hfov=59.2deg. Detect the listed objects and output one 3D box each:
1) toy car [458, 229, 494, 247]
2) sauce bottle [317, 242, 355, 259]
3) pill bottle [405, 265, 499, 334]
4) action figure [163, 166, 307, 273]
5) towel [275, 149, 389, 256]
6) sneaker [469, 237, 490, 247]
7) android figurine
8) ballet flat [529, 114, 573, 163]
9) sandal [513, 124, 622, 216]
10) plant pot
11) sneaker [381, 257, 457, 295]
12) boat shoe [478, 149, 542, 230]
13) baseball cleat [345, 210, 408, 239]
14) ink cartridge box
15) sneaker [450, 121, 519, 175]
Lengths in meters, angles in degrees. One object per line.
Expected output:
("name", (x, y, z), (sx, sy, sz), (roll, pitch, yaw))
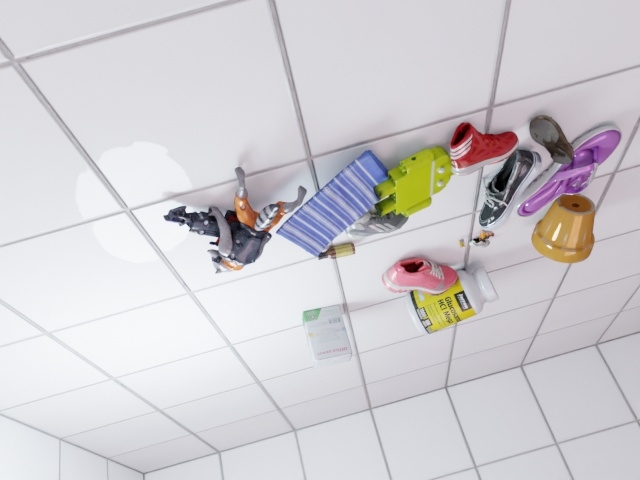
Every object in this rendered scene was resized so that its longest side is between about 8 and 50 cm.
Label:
("toy car", (0.556, -0.014, 2.019), (0.122, 0.040, 0.060), (-16, 169, -4))
("sauce bottle", (0.052, 0.040, 1.882), (0.128, 0.042, 0.042), (-11, 147, -4))
("pill bottle", (0.522, 0.233, 2.243), (0.334, 0.187, 0.188), (-26, 146, 15))
("action figure", (-0.234, -0.034, 1.527), (0.342, 0.178, 0.330), (5, 132, -35))
("towel", (0.056, -0.093, 1.575), (0.336, 0.040, 0.243), (-41, 151, 8))
("sneaker", (0.590, 0.006, 2.074), (0.084, 0.031, 0.037), (-6, 146, -17))
("android figurine", (0.279, -0.167, 1.605), (0.273, 0.056, 0.248), (-26, 148, -10))
("ballet flat", (0.675, -0.300, 1.634), (0.084, 0.058, 0.250), (3, 161, 45))
("sandal", (0.798, -0.193, 1.798), (0.170, 0.102, 0.416), (6, 141, -31))
("plant pot", (0.864, -0.056, 1.968), (0.205, 0.205, 0.187), (-10, 132, -10))
("sneaker", (0.391, 0.126, 2.092), (0.314, 0.115, 0.136), (-1, 143, -22))
("boat shoe", (0.558, -0.152, 1.749), (0.105, 0.113, 0.306), (6, 139, -20))
("baseball cleat", (0.174, -0.062, 1.753), (0.206, 0.072, 0.109), (-21, 141, 1))
("ink cartridge box", (0.024, 0.378, 2.221), (0.155, 0.212, 0.093), (-10, 147, -10))
("sneaker", (0.449, -0.275, 1.539), (0.221, 0.087, 0.128), (-31, 128, -17))
